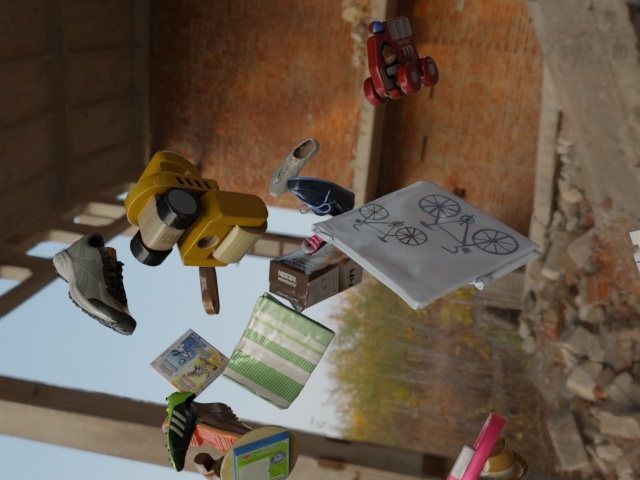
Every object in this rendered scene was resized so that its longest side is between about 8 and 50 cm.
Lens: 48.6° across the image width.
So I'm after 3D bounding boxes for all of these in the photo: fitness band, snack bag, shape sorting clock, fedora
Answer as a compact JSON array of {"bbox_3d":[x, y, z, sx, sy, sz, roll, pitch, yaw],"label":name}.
[{"bbox_3d":[0.348,0.534,1.650,0.291,0.054,0.209,-64,-24,8],"label":"fitness band"},{"bbox_3d":[0.205,0.002,1.391,0.342,0.323,0.037,-23,-47,-32],"label":"snack bag"},{"bbox_3d":[-0.148,0.542,1.740,0.040,0.206,0.206,42,134,52],"label":"shape sorting clock"},{"bbox_3d":[0.466,0.586,1.915,0.194,0.194,0.079,-52,-42,-74],"label":"fedora"}]

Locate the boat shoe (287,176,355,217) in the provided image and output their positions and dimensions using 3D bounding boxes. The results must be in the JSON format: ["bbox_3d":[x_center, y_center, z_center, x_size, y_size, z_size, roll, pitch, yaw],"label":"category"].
[{"bbox_3d":[0.013,-0.102,1.823,0.258,0.109,0.089,14,-98,-47],"label":"boat shoe"}]

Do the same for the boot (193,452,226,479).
[{"bbox_3d":[-0.277,0.710,2.130,0.073,0.197,0.152,-51,-48,-32],"label":"boot"}]

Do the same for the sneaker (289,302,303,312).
[{"bbox_3d":[-0.078,0.154,2.210,0.103,0.111,0.252,-42,10,-14],"label":"sneaker"}]

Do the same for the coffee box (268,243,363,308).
[{"bbox_3d":[-0.009,0.087,1.955,0.246,0.141,0.098,-21,-57,-48],"label":"coffee box"}]

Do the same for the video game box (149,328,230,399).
[{"bbox_3d":[-0.428,0.407,2.325,0.187,0.205,0.048,-44,-35,-24],"label":"video game box"}]

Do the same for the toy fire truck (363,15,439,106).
[{"bbox_3d":[0.236,-0.590,2.298,0.302,0.169,0.254,-31,-76,-49],"label":"toy fire truck"}]

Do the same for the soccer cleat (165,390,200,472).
[{"bbox_3d":[-0.298,0.411,1.544,0.060,0.072,0.179,84,177,-56],"label":"soccer cleat"}]

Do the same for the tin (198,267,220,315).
[{"bbox_3d":[-0.360,0.150,2.298,0.106,0.040,0.190,52,-152,-71],"label":"tin"}]

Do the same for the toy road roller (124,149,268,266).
[{"bbox_3d":[-0.314,-0.083,1.735,0.202,0.329,0.241,-46,52,35],"label":"toy road roller"}]

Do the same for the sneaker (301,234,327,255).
[{"bbox_3d":[0.000,0.000,1.837,0.119,0.047,0.057,-34,-23,-19],"label":"sneaker"}]

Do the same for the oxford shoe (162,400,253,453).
[{"bbox_3d":[-0.268,0.534,2.047,0.130,0.363,0.133,91,-163,-45],"label":"oxford shoe"}]

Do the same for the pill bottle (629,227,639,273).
[{"bbox_3d":[0.875,0.067,1.805,0.121,0.121,0.221,7,-115,-82],"label":"pill bottle"}]

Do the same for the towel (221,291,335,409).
[{"bbox_3d":[-0.133,0.340,2.122,0.325,0.247,0.038,-62,-3,22],"label":"towel"}]

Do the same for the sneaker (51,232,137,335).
[{"bbox_3d":[-0.407,0.074,1.315,0.108,0.271,0.100,-45,-39,-3],"label":"sneaker"}]

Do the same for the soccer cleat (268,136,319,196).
[{"bbox_3d":[-0.077,-0.203,1.924,0.196,0.068,0.076,-50,-10,4],"label":"soccer cleat"}]
